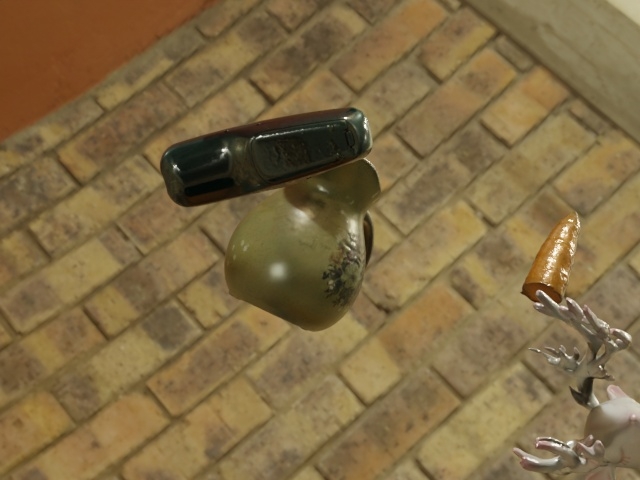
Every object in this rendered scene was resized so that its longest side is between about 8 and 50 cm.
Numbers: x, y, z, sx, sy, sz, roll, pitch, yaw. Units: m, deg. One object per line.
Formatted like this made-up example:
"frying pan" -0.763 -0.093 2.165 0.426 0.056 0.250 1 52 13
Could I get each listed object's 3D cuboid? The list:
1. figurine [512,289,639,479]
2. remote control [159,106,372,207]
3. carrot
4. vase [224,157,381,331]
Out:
"figurine" 0.383 0.190 1.123 0.316 0.206 0.284 -10 -35 22
"remote control" -0.057 -0.086 1.004 0.222 0.072 0.042 -13 14 9
"carrot" 0.408 0.022 1.671 0.205 0.072 0.072 -57 -11 -34
"vase" 0.000 0.000 1.722 0.329 0.241 0.302 27 -94 -58
